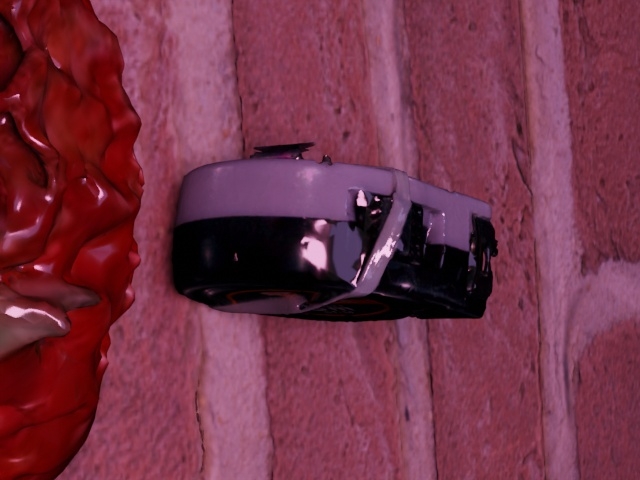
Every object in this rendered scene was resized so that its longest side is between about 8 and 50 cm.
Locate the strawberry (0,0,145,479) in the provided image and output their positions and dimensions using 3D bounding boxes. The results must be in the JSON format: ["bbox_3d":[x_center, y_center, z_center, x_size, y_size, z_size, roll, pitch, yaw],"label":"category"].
[{"bbox_3d":[-0.226,-0.044,0.910,0.345,0.295,0.317,-98,163,-52],"label":"strawberry"}]

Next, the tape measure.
[{"bbox_3d":[-0.003,-0.001,1.212,0.181,0.182,0.107,24,69,-59],"label":"tape measure"}]
